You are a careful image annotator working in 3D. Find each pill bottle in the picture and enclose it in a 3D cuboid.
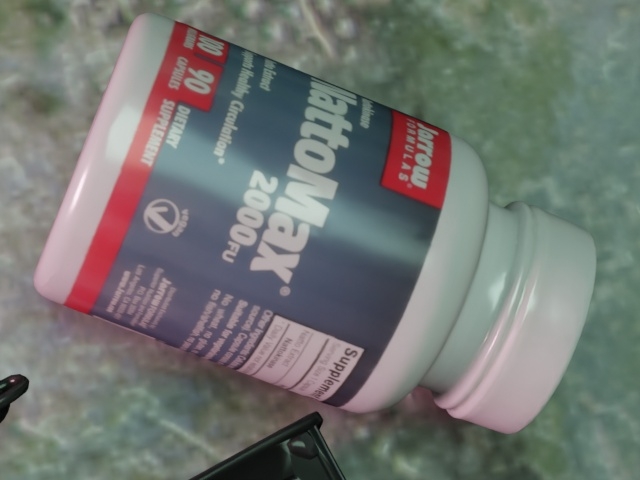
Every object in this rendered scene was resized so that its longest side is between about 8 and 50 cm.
[{"bbox_3d":[0.000,0.000,0.591,0.180,0.108,0.108,21,68,-9],"label":"pill bottle"}]

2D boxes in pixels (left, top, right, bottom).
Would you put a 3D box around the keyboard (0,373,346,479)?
[{"bbox_3d":[-0.124,0.148,0.548,0.317,0.033,0.201,-27,88,-23],"label":"keyboard"}]
